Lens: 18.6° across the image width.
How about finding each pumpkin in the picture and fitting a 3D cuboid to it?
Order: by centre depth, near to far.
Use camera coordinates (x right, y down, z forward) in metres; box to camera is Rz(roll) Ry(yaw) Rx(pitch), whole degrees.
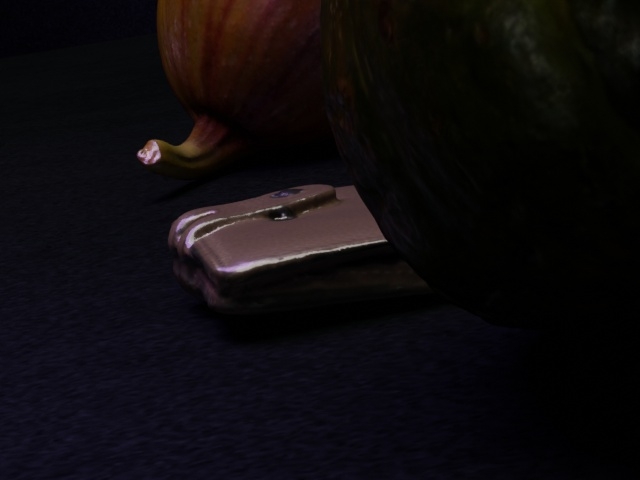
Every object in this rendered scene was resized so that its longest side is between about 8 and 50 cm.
[{"bbox_3d":[0.123,-0.051,0.557,0.260,0.189,0.260,-20,-17,-6],"label":"pumpkin"}]

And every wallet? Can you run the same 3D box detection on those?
[{"bbox_3d":[0.000,0.000,0.773,0.118,0.039,0.152,-9,11,-9],"label":"wallet"}]

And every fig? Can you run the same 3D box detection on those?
[{"bbox_3d":[-0.034,-0.110,1.174,0.175,0.207,0.175,24,-9,4],"label":"fig"}]
